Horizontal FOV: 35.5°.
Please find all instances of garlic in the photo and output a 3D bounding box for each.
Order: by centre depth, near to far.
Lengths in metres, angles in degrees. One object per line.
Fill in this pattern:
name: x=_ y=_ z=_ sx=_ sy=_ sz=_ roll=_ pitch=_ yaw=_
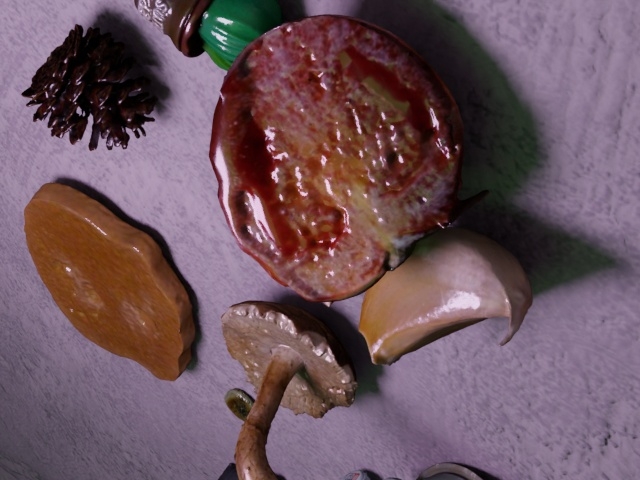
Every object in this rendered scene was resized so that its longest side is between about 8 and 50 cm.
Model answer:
garlic: x=0.149 y=0.065 z=1.143 sx=0.145 sy=0.164 sz=0.245 roll=37 pitch=149 yaw=-21

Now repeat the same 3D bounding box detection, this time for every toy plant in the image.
toy plant: x=-0.115 y=-0.251 z=1.156 sx=0.200 sy=0.105 sz=0.143 roll=30 pitch=155 yaw=1

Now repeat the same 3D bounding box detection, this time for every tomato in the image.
tomato: x=0.023 y=-0.099 z=1.111 sx=0.309 sy=0.170 sz=0.309 roll=3 pitch=104 yaw=13

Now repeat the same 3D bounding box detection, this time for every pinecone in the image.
pinecone: x=-0.303 y=-0.196 z=1.365 sx=0.165 sy=0.163 sz=0.163 roll=35 pitch=151 yaw=-25

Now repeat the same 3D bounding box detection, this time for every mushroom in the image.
mushroom: x=-0.065 y=0.213 z=1.436 sx=0.233 sy=0.302 sz=0.208 roll=36 pitch=113 yaw=-9

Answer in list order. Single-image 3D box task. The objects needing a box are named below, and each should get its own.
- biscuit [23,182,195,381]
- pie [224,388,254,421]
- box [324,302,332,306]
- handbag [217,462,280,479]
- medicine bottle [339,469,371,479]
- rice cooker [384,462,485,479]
biscuit: x=-0.372 y=0.071 z=1.781 sx=0.365 sy=0.062 sz=0.385 roll=25 pitch=141 yaw=23
pie: x=-0.142 y=0.303 z=1.817 sx=0.084 sy=0.021 sz=0.084 roll=28 pitch=143 yaw=24
box: x=-0.001 y=0.001 z=1.337 sx=0.112 sy=0.048 sz=0.175 roll=36 pitch=145 yaw=12
handbag: x=-0.114 y=0.551 z=2.002 sx=0.175 sy=0.089 sz=0.270 roll=5 pitch=130 yaw=33
medicine bottle: x=0.111 y=0.494 z=1.699 sx=0.229 sy=0.083 sz=0.121 roll=52 pitch=144 yaw=-13
rice cooker: x=0.154 y=0.475 z=1.464 sx=0.316 sy=0.316 sz=0.264 roll=30 pitch=123 yaw=21
